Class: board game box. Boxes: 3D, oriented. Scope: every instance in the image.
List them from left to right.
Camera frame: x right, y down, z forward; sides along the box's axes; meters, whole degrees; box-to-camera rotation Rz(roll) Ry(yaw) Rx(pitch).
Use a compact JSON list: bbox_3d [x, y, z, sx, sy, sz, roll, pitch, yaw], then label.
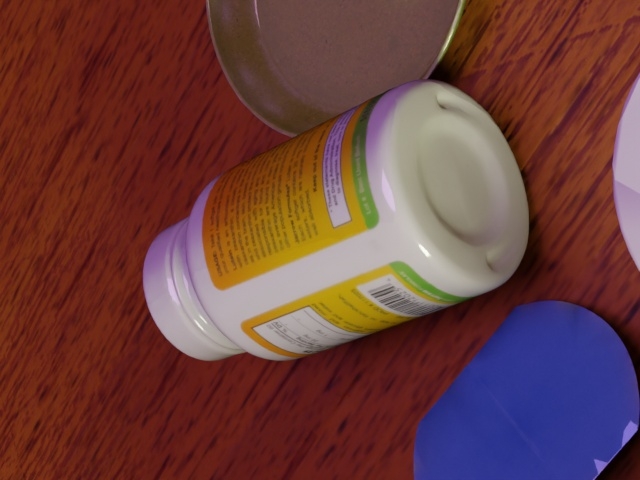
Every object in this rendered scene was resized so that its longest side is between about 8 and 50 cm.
[{"bbox_3d":[0.130,0.120,0.928,0.169,0.033,0.133,-52,39,12],"label":"board game box"}]

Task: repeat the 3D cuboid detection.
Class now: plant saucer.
[{"bbox_3d":[0.016,-0.186,1.044,0.241,0.037,0.241,-1,88,43],"label":"plant saucer"}]

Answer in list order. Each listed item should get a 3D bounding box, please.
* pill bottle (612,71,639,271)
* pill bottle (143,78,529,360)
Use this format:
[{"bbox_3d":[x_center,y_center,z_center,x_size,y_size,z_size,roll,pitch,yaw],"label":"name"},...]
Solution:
[{"bbox_3d":[0.259,-0.023,0.623,0.181,0.323,0.182,0,90,43],"label":"pill bottle"},{"bbox_3d":[0.000,0.000,0.989,0.245,0.136,0.136,-23,75,40],"label":"pill bottle"}]
